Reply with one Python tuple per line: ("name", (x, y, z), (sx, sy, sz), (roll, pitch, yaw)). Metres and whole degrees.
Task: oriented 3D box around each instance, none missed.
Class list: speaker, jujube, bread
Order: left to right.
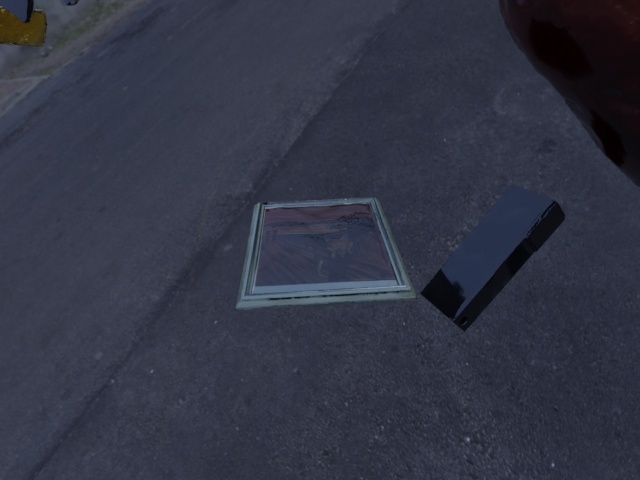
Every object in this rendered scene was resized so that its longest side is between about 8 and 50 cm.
("bread", (-0.549, -0.359, 0.691), (0.103, 0.065, 0.187), (15, 24, 8))
("speaker", (0.250, 0.025, 0.622), (0.218, 0.044, 0.082), (-51, 36, 3))
("jujube", (0.284, -0.184, 0.347), (0.223, 0.318, 0.223), (-36, 13, 10))

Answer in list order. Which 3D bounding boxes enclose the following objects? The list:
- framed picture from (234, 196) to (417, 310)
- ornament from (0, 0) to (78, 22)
("framed picture", (0.000, 0.000, 0.598), (0.216, 0.016, 0.273), (-4, 31, -2))
("ornament", (-0.320, -0.343, 0.550), (0.088, 0.081, 0.203), (-51, -5, 34))
